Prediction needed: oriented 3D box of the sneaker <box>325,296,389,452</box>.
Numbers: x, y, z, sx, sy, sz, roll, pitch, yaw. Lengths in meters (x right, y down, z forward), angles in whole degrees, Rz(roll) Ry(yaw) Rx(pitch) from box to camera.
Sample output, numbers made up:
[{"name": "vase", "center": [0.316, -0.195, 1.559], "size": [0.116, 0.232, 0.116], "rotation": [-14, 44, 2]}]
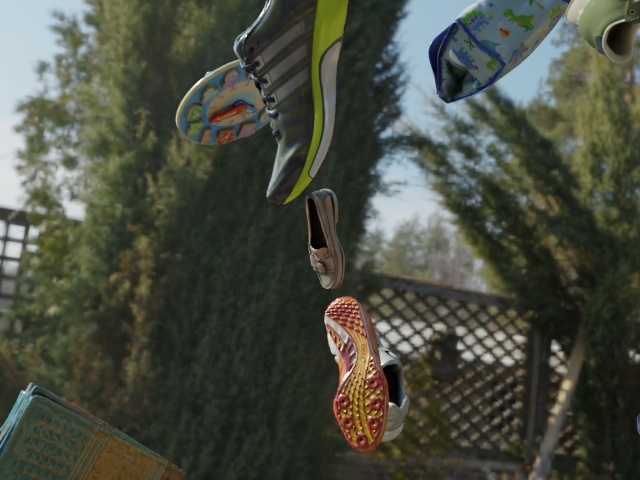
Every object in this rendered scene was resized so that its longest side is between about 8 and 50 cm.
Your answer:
[{"name": "sneaker", "center": [0.048, 0.145, 0.925], "size": [0.064, 0.175, 0.067], "rotation": [-17, -33, 19]}]

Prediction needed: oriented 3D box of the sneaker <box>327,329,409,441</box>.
[{"name": "sneaker", "center": [0.096, 0.209, 1.493], "size": [0.099, 0.262, 0.121], "rotation": [-8, -33, -25]}]

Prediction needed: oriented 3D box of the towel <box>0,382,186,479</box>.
[{"name": "towel", "center": [-0.341, 0.370, 1.124], "size": [0.040, 0.271, 0.370], "rotation": [19, -19, 32]}]

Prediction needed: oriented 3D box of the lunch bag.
[{"name": "lunch bag", "center": [0.201, -0.236, 1.004], "size": [0.096, 0.129, 0.151], "rotation": [45, -15, 7]}]

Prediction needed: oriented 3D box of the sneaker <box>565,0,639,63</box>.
[{"name": "sneaker", "center": [0.307, -0.250, 0.814], "size": [0.064, 0.086, 0.192], "rotation": [-19, -25, -19]}]

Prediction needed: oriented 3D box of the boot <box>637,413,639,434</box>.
[{"name": "boot", "center": [0.369, 0.174, 0.879], "size": [0.086, 0.069, 0.190], "rotation": [9, 4, 10]}]

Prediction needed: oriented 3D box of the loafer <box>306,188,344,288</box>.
[{"name": "loafer", "center": [0.000, 0.000, 1.048], "size": [0.045, 0.125, 0.039], "rotation": [0, 7, 38]}]

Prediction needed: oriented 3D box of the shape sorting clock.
[{"name": "shape sorting clock", "center": [-0.128, -0.215, 1.335], "size": [0.206, 0.040, 0.206], "rotation": [-24, -17, -8]}]

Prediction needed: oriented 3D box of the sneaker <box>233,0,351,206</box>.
[{"name": "sneaker", "center": [-0.044, -0.190, 0.993], "size": [0.121, 0.300, 0.111], "rotation": [6, 3, -11]}]
